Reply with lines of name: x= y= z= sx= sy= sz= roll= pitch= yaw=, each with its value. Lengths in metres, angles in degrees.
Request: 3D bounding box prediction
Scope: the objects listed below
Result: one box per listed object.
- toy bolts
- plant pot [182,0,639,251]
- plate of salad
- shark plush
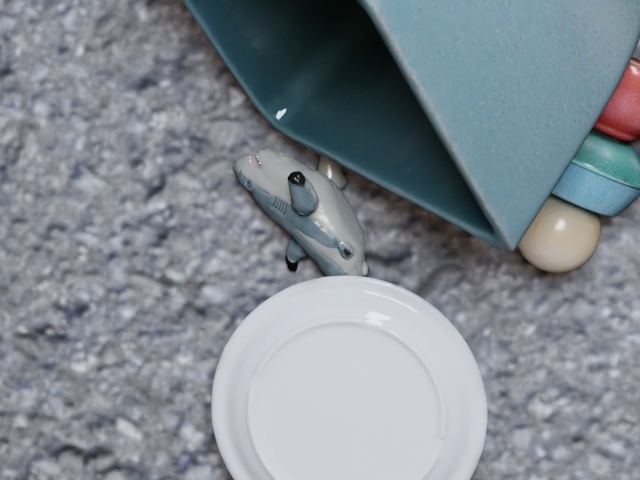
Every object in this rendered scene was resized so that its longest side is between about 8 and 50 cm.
toy bolts: x=0.229 y=-0.018 z=0.979 sx=0.228 sy=0.218 sz=0.158 roll=28 pitch=105 yaw=23
plant pot: x=0.071 y=-0.194 z=0.924 sx=0.252 sy=0.248 sz=0.247 roll=-48 pitch=47 yaw=-11
plate of salad: x=0.021 y=0.122 z=1.081 sx=0.200 sy=0.048 sz=0.199 roll=1 pitch=99 yaw=7
shark plush: x=0.000 y=0.000 z=1.088 sx=0.067 sy=0.073 sz=0.161 roll=-22 pitch=113 yaw=28
